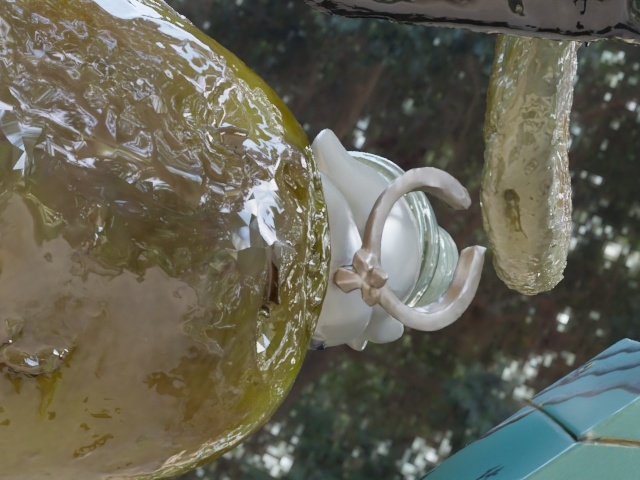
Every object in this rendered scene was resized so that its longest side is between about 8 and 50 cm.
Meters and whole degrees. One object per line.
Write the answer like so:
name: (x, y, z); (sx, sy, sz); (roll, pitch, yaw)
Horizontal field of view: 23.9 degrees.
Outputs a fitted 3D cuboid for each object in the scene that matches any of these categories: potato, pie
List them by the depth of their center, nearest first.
potato: (-0.075, -0.005, 0.353); (0.200, 0.164, 0.081); (12, -14, -37)
pie: (0.173, -0.104, 1.214); (0.075, 0.337, 0.337); (5, -33, 9)

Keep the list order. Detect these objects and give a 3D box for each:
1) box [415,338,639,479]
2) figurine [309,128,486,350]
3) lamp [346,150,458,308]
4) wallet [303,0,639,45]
box: (0.080, 0.128, 0.735); (0.041, 0.229, 0.162); (56, 0, 0)
figurine: (0.000, 0.000, 0.665); (0.153, 0.132, 0.132); (4, -36, 49)
lamp: (0.033, 0.006, 0.912); (0.106, 0.106, 0.193); (14, 0, 22)
wallet: (0.154, -0.233, 0.834); (0.323, 0.247, 0.041); (4, 3, -10)
